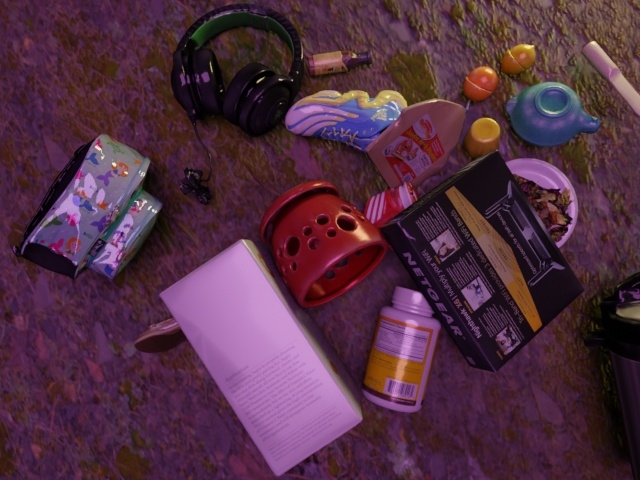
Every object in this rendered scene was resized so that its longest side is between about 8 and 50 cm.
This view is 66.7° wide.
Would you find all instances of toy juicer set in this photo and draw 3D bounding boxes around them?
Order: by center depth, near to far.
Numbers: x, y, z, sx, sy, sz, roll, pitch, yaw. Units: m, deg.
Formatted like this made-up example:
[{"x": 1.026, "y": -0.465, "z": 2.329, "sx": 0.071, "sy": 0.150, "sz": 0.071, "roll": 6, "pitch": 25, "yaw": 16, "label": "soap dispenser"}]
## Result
[{"x": 0.435, "y": -0.282, "z": 0.946, "sx": 0.329, "sy": 0.089, "sz": 0.209, "roll": -9, "pitch": 74, "yaw": 9, "label": "toy juicer set"}]

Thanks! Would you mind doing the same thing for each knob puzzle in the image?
[{"x": 0.186, "y": -0.187, "z": 0.911, "sx": 0.213, "sy": 0.213, "sz": 0.030, "roll": -36, "pitch": 50, "yaw": 0, "label": "knob puzzle"}]

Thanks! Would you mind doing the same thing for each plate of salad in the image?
[{"x": 0.407, "y": -0.064, "z": 0.950, "sx": 0.200, "sy": 0.048, "sz": 0.199, "roll": 0, "pitch": 87, "yaw": 1, "label": "plate of salad"}]

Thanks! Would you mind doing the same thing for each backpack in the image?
[{"x": -0.399, "y": -0.058, "z": 0.886, "sx": 0.191, "sy": 0.225, "sz": 0.253, "roll": 25, "pitch": 83, "yaw": -20, "label": "backpack"}]

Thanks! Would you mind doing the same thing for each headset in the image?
[{"x": -0.176, "y": -0.271, "z": 0.951, "sx": 0.244, "sy": 0.185, "sz": 0.393, "roll": 17, "pitch": 73, "yaw": 7, "label": "headset"}]

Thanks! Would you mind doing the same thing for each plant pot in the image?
[{"x": 0.000, "y": 0.000, "z": 0.882, "sx": 0.191, "sy": 0.191, "sz": 0.174, "roll": -34, "pitch": 67, "yaw": 0, "label": "plant pot"}]

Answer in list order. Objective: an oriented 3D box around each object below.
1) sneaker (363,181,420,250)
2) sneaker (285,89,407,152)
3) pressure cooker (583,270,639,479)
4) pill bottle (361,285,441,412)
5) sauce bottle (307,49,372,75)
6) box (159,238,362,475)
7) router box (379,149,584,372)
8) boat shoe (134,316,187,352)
[{"x": 0.153, "y": 0.006, "z": 0.953, "sx": 0.128, "sy": 0.087, "sz": 0.221, "roll": -16, "pitch": 94, "yaw": 24, "label": "sneaker"}, {"x": 0.055, "y": -0.221, "z": 0.922, "sx": 0.240, "sy": 0.091, "sz": 0.126, "roll": -11, "pitch": 50, "yaw": 0, "label": "sneaker"}, {"x": 0.676, "y": 0.220, "z": 0.769, "sx": 0.370, "sy": 0.375, "sz": 0.419, "roll": -11, "pitch": 88, "yaw": 4, "label": "pressure cooker"}, {"x": 0.155, "y": 0.198, "z": 0.909, "sx": 0.117, "sy": 0.117, "sz": 0.214, "roll": 14, "pitch": 88, "yaw": 2, "label": "pill bottle"}, {"x": 0.039, "y": -0.358, "z": 0.975, "sx": 0.128, "sy": 0.042, "sz": 0.042, "roll": -8, "pitch": 87, "yaw": 3, "label": "sauce bottle"}, {"x": -0.092, "y": 0.186, "z": 0.866, "sx": 0.168, "sy": 0.215, "sz": 0.345, "roll": -33, "pitch": 87, "yaw": 1, "label": "box"}, {"x": 0.290, "y": 0.034, "z": 0.865, "sx": 0.243, "sy": 0.081, "sz": 0.308, "roll": -34, "pitch": 94, "yaw": -17, "label": "router box"}, {"x": -0.293, "y": 0.174, "z": 0.959, "sx": 0.153, "sy": 0.048, "sz": 0.056, "roll": -25, "pitch": 132, "yaw": 4, "label": "boat shoe"}]
